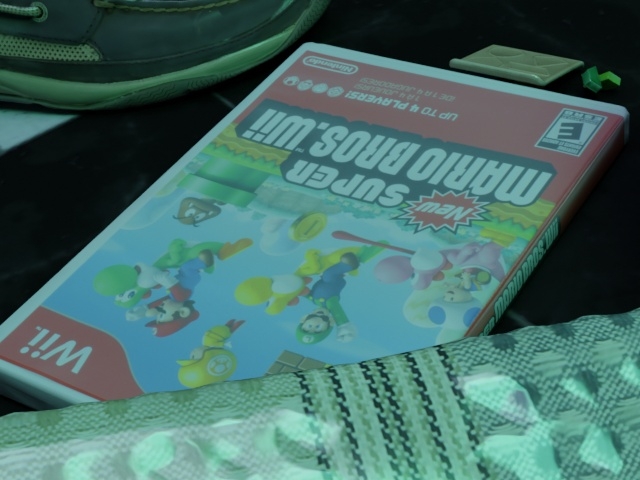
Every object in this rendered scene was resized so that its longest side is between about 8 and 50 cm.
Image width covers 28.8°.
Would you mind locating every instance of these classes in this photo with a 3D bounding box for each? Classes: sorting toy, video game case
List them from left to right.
[{"bbox_3d":[0.000,0.000,0.608,0.204,0.025,0.285,17,47,30],"label":"video game case"},{"bbox_3d":[0.120,-0.092,0.688,0.083,0.012,0.062,17,24,30],"label":"sorting toy"}]

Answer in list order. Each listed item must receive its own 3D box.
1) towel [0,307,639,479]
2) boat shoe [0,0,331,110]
[{"bbox_3d":[0.026,0.169,0.274,0.324,0.056,0.312,-8,64,-12],"label":"towel"},{"bbox_3d":[-0.170,-0.161,0.758,0.355,0.130,0.132,-6,40,7],"label":"boat shoe"}]
